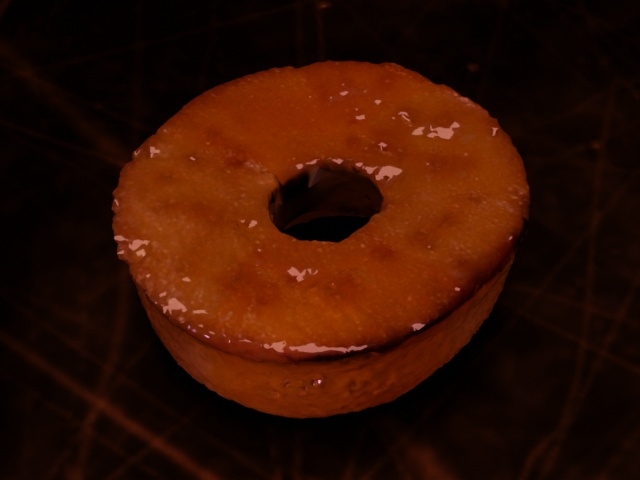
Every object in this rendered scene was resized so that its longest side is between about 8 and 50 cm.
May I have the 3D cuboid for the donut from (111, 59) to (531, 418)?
[{"bbox_3d":[0.000,0.000,0.645,0.152,0.058,0.152,0,48,0],"label":"donut"}]
